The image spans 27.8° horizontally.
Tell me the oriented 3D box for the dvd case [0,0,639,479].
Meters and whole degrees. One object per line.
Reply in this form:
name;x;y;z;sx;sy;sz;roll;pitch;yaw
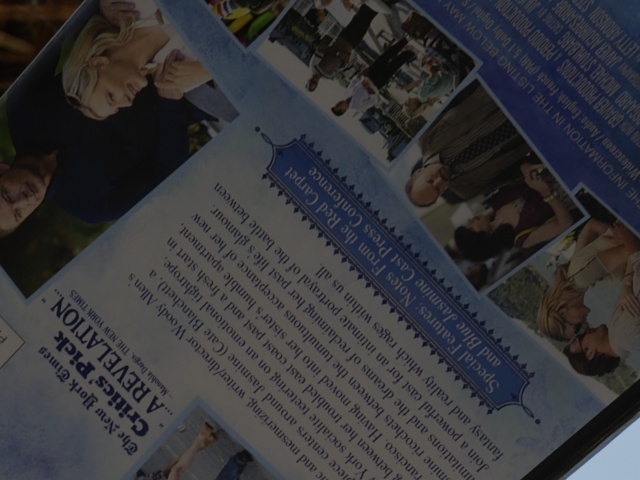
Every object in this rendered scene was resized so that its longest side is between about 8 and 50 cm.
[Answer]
dvd case;0.000;0.000;0.347;0.180;0.022;0.253;46;-73;2
